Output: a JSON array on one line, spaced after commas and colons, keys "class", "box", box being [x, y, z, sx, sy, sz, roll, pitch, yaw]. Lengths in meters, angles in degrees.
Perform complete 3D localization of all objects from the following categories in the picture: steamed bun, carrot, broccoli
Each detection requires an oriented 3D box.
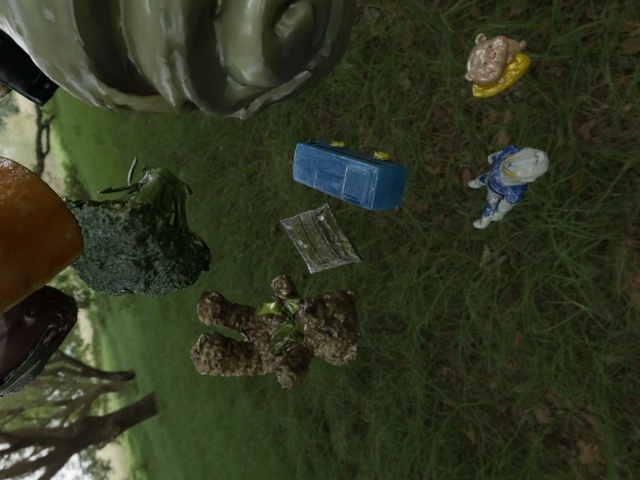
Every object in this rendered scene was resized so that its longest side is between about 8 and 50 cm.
[{"class": "steamed bun", "box": [-0.104, -0.241, 0.397, 0.339, 0.352, 0.248, -34, 84, 32]}, {"class": "carrot", "box": [-0.402, 0.032, 0.463, 0.158, 0.225, 0.159, 14, 136, 14]}, {"class": "broccoli", "box": [-0.386, -0.023, 0.864, 0.304, 0.320, 0.284, 88, -164, -64]}]

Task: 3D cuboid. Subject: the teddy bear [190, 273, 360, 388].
[{"class": "teddy bear", "box": [-0.081, 0.175, 0.841, 0.222, 0.295, 0.247, -43, 38, 33]}]

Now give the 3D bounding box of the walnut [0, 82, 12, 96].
[{"class": "walnut", "box": [-0.903, -0.446, 1.114, 0.170, 0.069, 0.143, 16, 164, 25]}]

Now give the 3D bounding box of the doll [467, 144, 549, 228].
[{"class": "doll", "box": [0.281, -0.095, 0.645, 0.227, 0.057, 0.114, 98, 175, -77]}]

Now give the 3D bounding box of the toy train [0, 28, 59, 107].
[{"class": "toy train", "box": [-0.666, -0.397, 0.727, 0.089, 0.086, 0.409, 38, 180, 34]}]

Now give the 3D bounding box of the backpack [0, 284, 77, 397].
[{"class": "backpack", "box": [-0.653, 0.211, 0.845, 0.197, 0.317, 0.283, 58, 171, 9]}]

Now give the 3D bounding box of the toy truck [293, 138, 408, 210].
[{"class": "toy truck", "box": [0.079, -0.212, 1.288, 0.384, 0.162, 0.161, 28, 117, 41]}]

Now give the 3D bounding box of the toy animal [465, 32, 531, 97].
[{"class": "toy animal", "box": [0.281, -0.295, 0.667, 0.091, 0.082, 0.115, 10, 70, 58]}]

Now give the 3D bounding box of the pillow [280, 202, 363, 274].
[{"class": "pillow", "box": [0.000, 0.000, 1.265, 0.212, 0.052, 0.208, -17, 110, 41]}]
